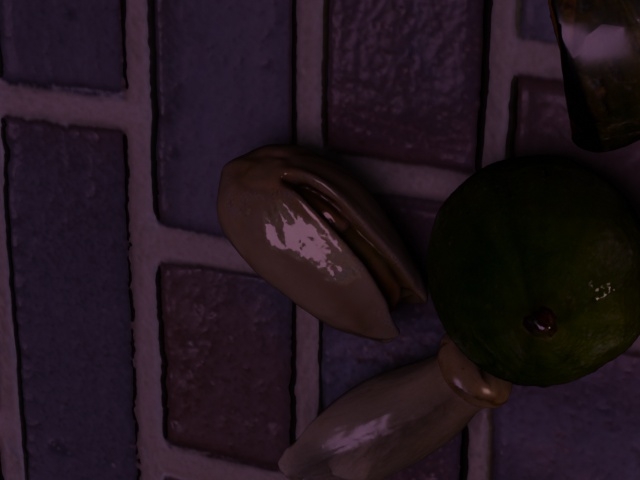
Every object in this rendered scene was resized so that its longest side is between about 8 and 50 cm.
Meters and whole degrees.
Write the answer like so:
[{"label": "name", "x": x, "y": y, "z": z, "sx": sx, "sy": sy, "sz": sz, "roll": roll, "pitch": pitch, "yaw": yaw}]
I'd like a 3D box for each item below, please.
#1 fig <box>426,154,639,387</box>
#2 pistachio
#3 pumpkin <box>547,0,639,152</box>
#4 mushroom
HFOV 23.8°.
[{"label": "fig", "x": 0.171, "y": 0.045, "z": 1.266, "sx": 0.203, "sy": 0.235, "sz": 0.203, "roll": 7, "pitch": 114, "yaw": 17}, {"label": "pistachio", "x": 0.000, "y": 0.000, "z": 1.396, "sx": 0.223, "sy": 0.126, "sz": 0.152, "roll": 40, "pitch": 155, "yaw": 1}, {"label": "pumpkin", "x": 0.263, "y": -0.240, "z": 1.142, "sx": 0.232, "sy": 0.242, "sz": 0.324, "roll": -10, "pitch": 93, "yaw": 5}, {"label": "mushroom", "x": 0.074, "y": 0.165, "z": 1.436, "sx": 0.247, "sy": 0.096, "sz": 0.108, "roll": -31, "pitch": 124, "yaw": 32}]
